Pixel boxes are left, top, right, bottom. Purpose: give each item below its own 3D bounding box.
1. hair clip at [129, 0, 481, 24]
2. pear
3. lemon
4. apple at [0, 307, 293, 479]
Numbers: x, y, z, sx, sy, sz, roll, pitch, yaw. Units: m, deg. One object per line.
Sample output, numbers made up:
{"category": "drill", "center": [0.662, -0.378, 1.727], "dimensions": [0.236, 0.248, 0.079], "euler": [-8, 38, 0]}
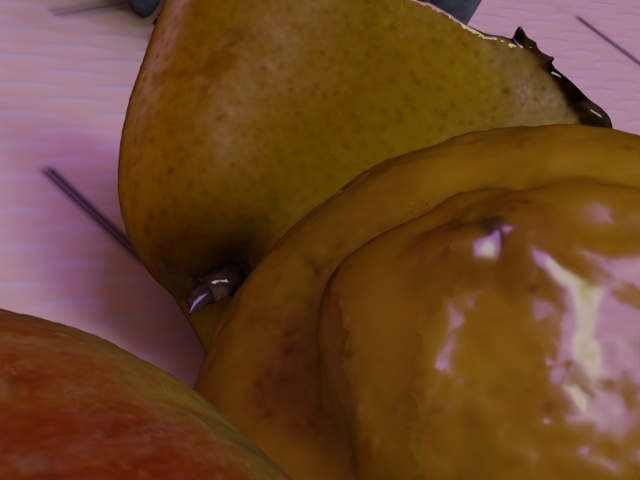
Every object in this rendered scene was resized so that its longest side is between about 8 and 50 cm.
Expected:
{"category": "hair clip", "center": [-0.015, -0.257, 1.054], "dimensions": [0.318, 0.392, 0.238], "euler": [27, 57, -7]}
{"category": "pear", "center": [-0.002, -0.001, 0.798], "dimensions": [0.267, 0.267, 0.178], "euler": [29, 62, -2]}
{"category": "lemon", "center": [0.084, 0.102, 0.595], "dimensions": [0.297, 0.297, 0.297], "euler": [22, 32, -14]}
{"category": "apple", "center": [-0.093, 0.168, 0.383], "dimensions": [0.250, 0.277, 0.309], "euler": [-34, 45, -26]}
